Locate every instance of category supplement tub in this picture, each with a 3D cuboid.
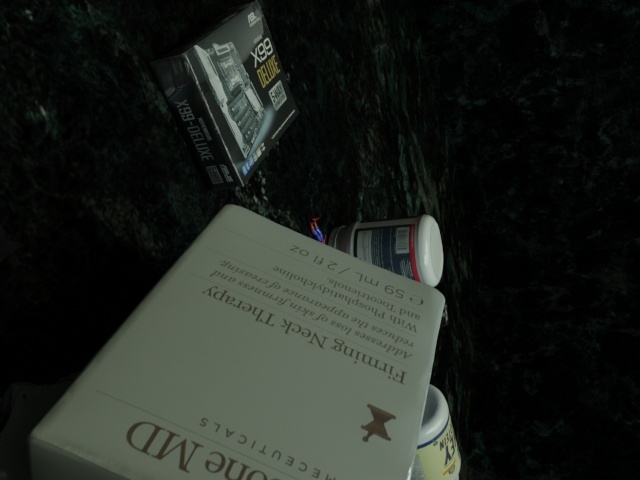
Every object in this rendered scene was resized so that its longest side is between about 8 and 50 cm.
[{"bbox_3d":[0.174,0.036,1.482,0.191,0.272,0.191,-5,90,-66],"label":"supplement tub"},{"bbox_3d":[0.289,0.612,1.677,0.235,0.235,0.325,-60,139,-52],"label":"supplement tub"}]

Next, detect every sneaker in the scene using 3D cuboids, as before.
[{"bbox_3d":[-0.309,0.187,0.629,0.094,0.080,0.212,62,31,-17],"label":"sneaker"}]

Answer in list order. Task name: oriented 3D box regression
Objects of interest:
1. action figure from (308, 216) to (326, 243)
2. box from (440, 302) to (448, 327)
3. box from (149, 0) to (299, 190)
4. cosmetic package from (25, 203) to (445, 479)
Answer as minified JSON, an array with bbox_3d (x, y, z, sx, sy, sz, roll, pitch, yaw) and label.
[{"bbox_3d":[0.000,0.000,1.403,0.038,0.030,0.115,-62,142,-58],"label":"action figure"},{"bbox_3d":[0.331,0.259,1.904,0.147,0.180,0.078,4,80,-66],"label":"box"},{"bbox_3d":[-0.159,-0.276,1.036,0.307,0.076,0.243,-63,141,-49],"label":"box"},{"bbox_3d":[-0.076,0.230,0.686,0.394,0.329,0.327,-62,173,-52],"label":"cosmetic package"}]
